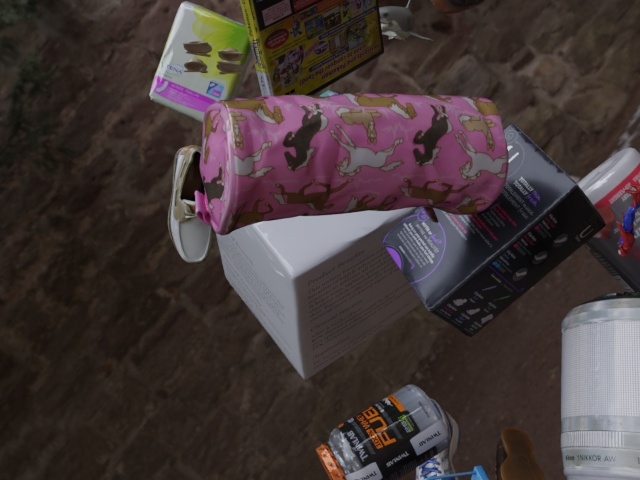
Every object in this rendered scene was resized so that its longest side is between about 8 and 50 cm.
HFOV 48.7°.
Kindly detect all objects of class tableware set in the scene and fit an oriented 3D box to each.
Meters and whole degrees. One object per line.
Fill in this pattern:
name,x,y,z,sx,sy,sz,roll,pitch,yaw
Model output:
tableware set,-0.248,-0.420,1.642,0.169,0.141,0.020,134,139,-77

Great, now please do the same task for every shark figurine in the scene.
shark figurine,0.184,-0.530,1.668,0.278,0.166,0.116,-114,36,-78

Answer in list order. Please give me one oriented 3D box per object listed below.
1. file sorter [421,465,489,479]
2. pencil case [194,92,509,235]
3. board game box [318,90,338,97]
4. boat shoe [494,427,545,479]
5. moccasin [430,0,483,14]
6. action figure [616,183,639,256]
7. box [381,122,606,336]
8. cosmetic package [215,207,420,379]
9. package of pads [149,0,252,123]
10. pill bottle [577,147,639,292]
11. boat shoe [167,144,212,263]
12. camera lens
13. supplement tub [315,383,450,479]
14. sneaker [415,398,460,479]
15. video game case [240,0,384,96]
file sorter,0.205,0.431,0.998,0.170,0.104,0.118,-115,24,-55
pencil case,0.039,-0.097,0.874,0.160,0.386,0.167,-164,72,-67
board game box,0.001,-0.273,1.908,0.160,0.047,0.210,-36,-47,-22
boat shoe,0.332,0.398,1.193,0.207,0.073,0.073,-43,-35,-71
moccasin,0.290,-0.583,1.471,0.147,0.139,0.380,-9,43,36
action figure,0.456,-0.026,1.048,0.038,0.030,0.115,-37,-49,-45
box,0.257,-0.012,1.070,0.270,0.165,0.143,-43,-42,14
cosmetic package,0.000,0.000,1.444,0.329,0.327,0.394,-29,-32,-20
package of pads,-0.329,-0.490,1.980,0.101,0.229,0.297,-47,-20,-78
pill bottle,0.582,0.008,1.239,0.176,0.318,0.176,-42,-3,-3
boat shoe,-0.323,-0.087,1.778,0.103,0.113,0.303,-170,75,-68
camera lens,0.440,0.219,0.954,0.219,0.219,0.274,128,151,-69
supplement tub,0.096,0.319,1.108,0.190,0.117,0.117,-29,-5,-12
sneaker,0.242,0.492,1.583,0.111,0.131,0.296,-22,31,23
video game case,-0.008,-0.376,1.166,0.275,0.035,0.248,-36,-47,-30
